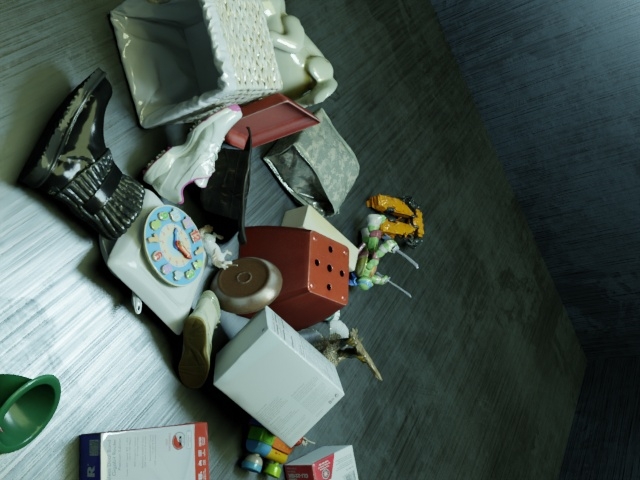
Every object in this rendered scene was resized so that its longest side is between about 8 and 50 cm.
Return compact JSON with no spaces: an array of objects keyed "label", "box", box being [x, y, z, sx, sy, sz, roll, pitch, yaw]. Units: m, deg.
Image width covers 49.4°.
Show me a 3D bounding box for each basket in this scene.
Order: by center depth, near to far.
[{"label":"basket","box":[-0.313,-0.488,1.806,0.266,0.328,0.331,-14,90,-55]}]

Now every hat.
[{"label":"hat","box":[-0.646,0.294,1.377,0.173,0.184,0.208,-47,157,-40]},{"label":"hat","box":[-0.258,-0.150,1.890,0.134,0.331,0.331,3,72,-8]}]

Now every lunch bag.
[{"label":"lunch bag","box":[-0.010,-0.237,2.239,0.287,0.169,0.235,52,43,-22]}]

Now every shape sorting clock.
[{"label":"shape sorting clock","box":[-0.354,0.012,1.696,0.206,0.040,0.206,43,38,-46]}]

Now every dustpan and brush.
[{"label":"dustpan and brush","box":[-0.453,0.073,1.661,0.147,0.060,0.211,11,70,-50]}]

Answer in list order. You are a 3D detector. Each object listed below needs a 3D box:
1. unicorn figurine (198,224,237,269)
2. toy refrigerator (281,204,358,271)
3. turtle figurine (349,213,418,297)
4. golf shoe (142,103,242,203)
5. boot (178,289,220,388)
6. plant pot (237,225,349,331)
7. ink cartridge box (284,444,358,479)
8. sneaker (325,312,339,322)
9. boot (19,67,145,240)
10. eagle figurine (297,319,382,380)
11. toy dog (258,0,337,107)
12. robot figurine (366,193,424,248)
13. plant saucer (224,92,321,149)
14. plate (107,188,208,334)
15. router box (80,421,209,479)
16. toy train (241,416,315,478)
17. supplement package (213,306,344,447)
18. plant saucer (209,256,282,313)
[{"label":"unicorn figurine","box":[-0.277,0.030,1.865,0.162,0.060,0.111,43,12,9]},{"label":"toy refrigerator","box":[0.000,0.000,2.228,0.269,0.102,0.094,41,49,-36]},{"label":"turtle figurine","box":[0.222,0.056,2.396,0.198,0.275,0.266,52,32,-50]},{"label":"golf shoe","box":[-0.304,-0.220,1.781,0.140,0.306,0.115,49,0,-5]},{"label":"boot","box":[-0.303,0.251,1.770,0.165,0.077,0.213,-80,177,-66]},{"label":"plant pot","box":[-0.062,0.098,2.007,0.267,0.236,0.267,25,59,-46]},{"label":"ink cartridge box","box":[0.020,0.751,1.999,0.197,0.114,0.272,-4,81,-53]},{"label":"sneaker","box":[0.018,0.181,2.227,0.076,0.065,0.166,6,72,-47]},{"label":"boot","box":[-0.507,-0.199,1.617,0.260,0.131,0.347,35,63,-32]},{"label":"eagle figurine","box":[-0.009,0.363,2.016,0.226,0.298,0.225,65,6,23]},{"label":"toy dog","box":[-0.134,-0.608,2.114,0.408,0.285,0.395,56,41,-21]},{"label":"robot figurine","box":[0.294,-0.077,2.640,0.291,0.085,0.211,13,69,-49]},{"label":"plant saucer","box":[-0.161,-0.337,1.956,0.258,0.259,0.047,9,66,-69]},{"label":"plate","box":[-0.380,0.046,1.722,0.277,0.045,0.278,53,31,-34]},{"label":"router box","box":[-0.386,0.592,1.560,0.301,0.082,0.335,11,71,-50]},{"label":"toy train","box":[-0.109,0.587,1.909,0.248,0.105,0.143,39,61,-38]},{"label":"supplement package","box":[-0.110,0.343,1.787,0.263,0.199,0.198,43,5,-13]},{"label":"plant saucer","box":[-0.202,0.109,1.861,0.036,0.199,0.198,82,25,-44]}]
